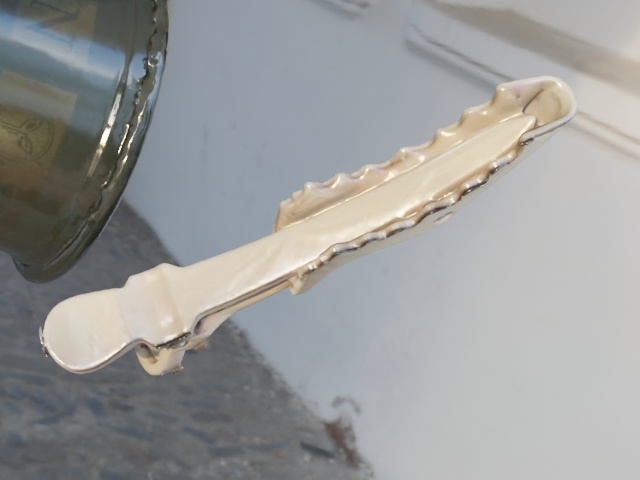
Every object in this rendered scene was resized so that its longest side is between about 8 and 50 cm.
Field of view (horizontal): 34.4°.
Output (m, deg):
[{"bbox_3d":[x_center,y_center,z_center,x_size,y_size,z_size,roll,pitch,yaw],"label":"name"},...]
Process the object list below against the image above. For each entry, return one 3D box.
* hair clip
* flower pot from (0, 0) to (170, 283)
[{"bbox_3d":[0.000,0.000,0.419,0.034,0.226,0.072,66,10,18],"label":"hair clip"},{"bbox_3d":[-0.147,-0.069,0.450,0.106,0.157,0.157,19,15,-33],"label":"flower pot"}]
